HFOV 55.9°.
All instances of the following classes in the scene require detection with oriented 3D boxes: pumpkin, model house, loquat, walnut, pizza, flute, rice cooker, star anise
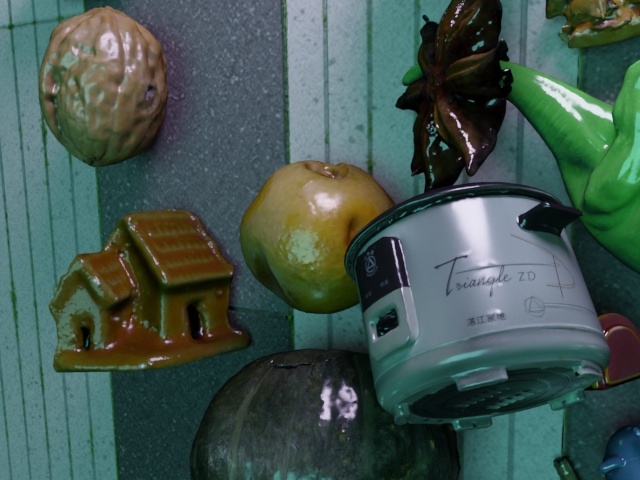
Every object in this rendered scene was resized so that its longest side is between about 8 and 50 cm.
[{"bbox_3d":[0.011,0.270,0.770,0.328,0.291,0.257,5,63,14],"label":"pumpkin"},{"bbox_3d":[-0.269,0.074,0.930,0.174,0.268,0.238,5,99,48],"label":"model house"},{"bbox_3d":[-0.006,-0.001,0.786,0.213,0.213,0.212,5,100,27],"label":"loquat"},{"bbox_3d":[-0.329,-0.232,0.927,0.198,0.198,0.244,18,102,25],"label":"walnut"},{"bbox_3d":[0.322,-0.320,0.636,0.147,0.069,0.226,10,103,28],"label":"pizza"},{"bbox_3d":[0.355,0.378,0.749,0.027,0.027,0.232,-31,83,28],"label":"flute"},{"bbox_3d":[0.152,0.061,0.625,0.280,0.242,0.226,-46,43,48],"label":"rice cooker"},{"bbox_3d":[0.162,-0.163,0.657,0.103,0.272,0.271,5,103,-13],"label":"star anise"}]

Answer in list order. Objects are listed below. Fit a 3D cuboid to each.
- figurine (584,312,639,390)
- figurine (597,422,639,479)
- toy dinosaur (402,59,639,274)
[{"bbox_3d":[0.284,0.117,0.688,0.154,0.083,0.098,149,105,-69],"label":"figurine"},{"bbox_3d":[0.409,0.250,0.656,0.178,0.114,0.144,-41,68,18],"label":"figurine"},{"bbox_3d":[0.308,-0.022,0.683,0.500,0.144,0.373,12,105,41],"label":"toy dinosaur"}]
